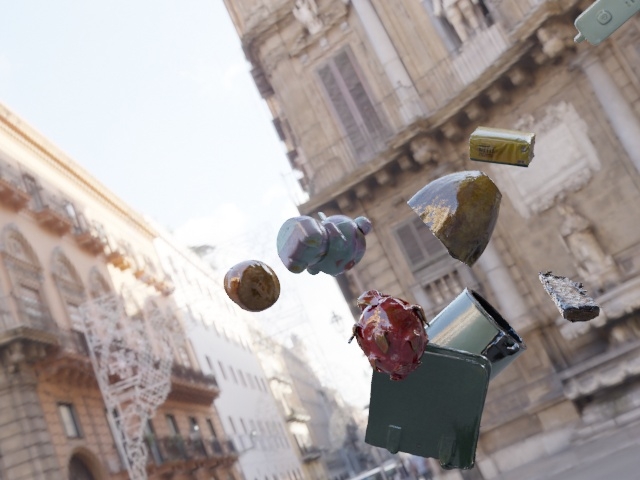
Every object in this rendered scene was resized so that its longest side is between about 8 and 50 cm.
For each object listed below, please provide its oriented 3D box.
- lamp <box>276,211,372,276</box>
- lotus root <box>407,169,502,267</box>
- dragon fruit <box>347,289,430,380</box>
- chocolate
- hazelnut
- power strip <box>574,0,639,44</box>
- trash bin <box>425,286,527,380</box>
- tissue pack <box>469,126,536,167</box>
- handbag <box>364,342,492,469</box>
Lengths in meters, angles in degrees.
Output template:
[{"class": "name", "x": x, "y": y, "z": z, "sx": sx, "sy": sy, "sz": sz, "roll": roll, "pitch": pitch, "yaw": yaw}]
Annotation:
[{"class": "lamp", "x": 0.000, "y": 0.000, "z": 2.523, "sx": 0.301, "sy": 0.247, "sz": 0.247, "roll": 7, "pitch": -57, "yaw": -40}, {"class": "lotus root", "x": 0.326, "y": -0.059, "z": 1.715, "sx": 0.180, "sy": 0.188, "sz": 0.199, "roll": -44, "pitch": -42, "yaw": 7}, {"class": "dragon fruit", "x": 0.124, "y": 0.156, "z": 1.341, "sx": 0.133, "sy": 0.166, "sz": 0.136, "roll": -39, "pitch": -30, "yaw": 27}, {"class": "chocolate", "x": 0.642, "y": 0.147, "z": 2.007, "sx": 0.102, "sy": 0.065, "sz": 0.329, "roll": 1, "pitch": 13, "yaw": 4}, {"class": "hazelnut", "x": -0.188, "y": 0.126, "z": 2.039, "sx": 0.150, "sy": 0.150, "sz": 0.150, "roll": -22, "pitch": -16, "yaw": -7}, {"class": "power strip", "x": 0.769, "y": -0.613, "z": 1.844, "sx": 0.385, "sy": 0.091, "sz": 0.062, "roll": -42, "pitch": 1, "yaw": 26}, {"class": "trash bin", "x": 0.361, "y": 0.284, "z": 1.984, "sx": 0.262, "sy": 0.217, "sz": 0.277, "roll": -45, "pitch": 14, "yaw": 11}, {"class": "tissue pack", "x": 0.512, "y": -0.265, "z": 2.156, "sx": 0.169, "sy": 0.082, "sz": 0.120, "roll": 11, "pitch": 26, "yaw": 22}, {"class": "handbag", "x": 0.229, "y": 0.354, "z": 1.666, "sx": 0.247, "sy": 0.260, "sz": 0.079, "roll": 10, "pitch": 13, "yaw": 13}]
